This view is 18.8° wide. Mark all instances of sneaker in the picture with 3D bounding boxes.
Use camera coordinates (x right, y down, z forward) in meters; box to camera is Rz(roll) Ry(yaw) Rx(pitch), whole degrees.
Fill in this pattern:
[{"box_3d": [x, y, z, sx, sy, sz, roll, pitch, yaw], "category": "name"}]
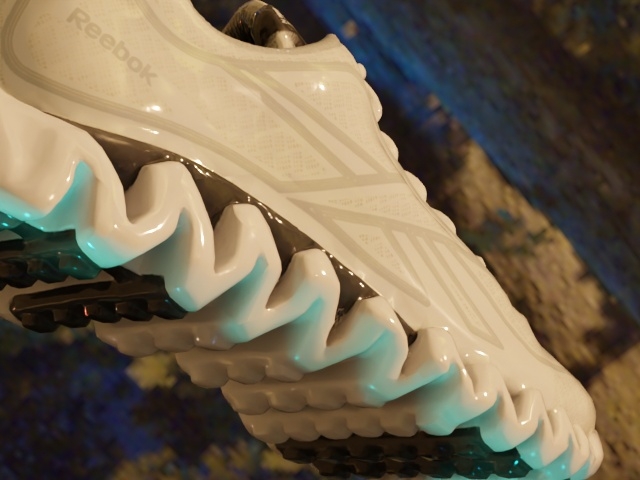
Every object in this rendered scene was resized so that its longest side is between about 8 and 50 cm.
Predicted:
[{"box_3d": [0.000, 0.000, 0.599, 0.110, 0.292, 0.118, -6, -118, 39], "category": "sneaker"}]
